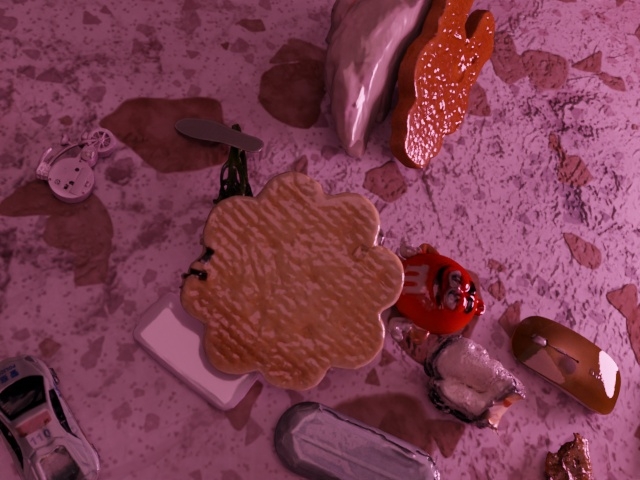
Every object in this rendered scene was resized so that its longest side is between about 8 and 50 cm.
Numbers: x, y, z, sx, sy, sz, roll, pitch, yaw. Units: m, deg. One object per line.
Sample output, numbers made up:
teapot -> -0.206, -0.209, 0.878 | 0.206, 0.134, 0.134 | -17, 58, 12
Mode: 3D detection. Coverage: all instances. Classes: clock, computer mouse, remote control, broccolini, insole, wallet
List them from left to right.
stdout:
clock -> -0.367, -0.121, 0.985 | 0.087, 0.041, 0.129 | 30, 69, -5
wallet -> -0.178, 0.156, 0.928 | 0.190, 0.033, 0.095 | 36, 63, 1
insole -> -0.164, -0.171, 1.055 | 0.153, 0.002, 0.053 | 20, 50, 11
broccolini -> -0.139, -0.101, 1.044 | 0.074, 0.058, 0.201 | 37, 34, -43
remote control -> 0.052, 0.307, 0.918 | 0.248, 0.052, 0.104 | 25, 66, -7
computer mouse -> 0.401, 0.200, 1.054 | 0.199, 0.045, 0.102 | 34, 62, 0

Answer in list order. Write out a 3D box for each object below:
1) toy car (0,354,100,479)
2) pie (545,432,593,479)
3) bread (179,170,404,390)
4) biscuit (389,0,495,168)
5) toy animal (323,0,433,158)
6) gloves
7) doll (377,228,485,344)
toy car -> -0.362, 0.240, 0.835 | 0.095, 0.056, 0.204 | -29, 79, -21
pie -> 0.383, 0.379, 0.985 | 0.092, 0.034, 0.169 | 0, 75, -16
bread -> -0.038, 0.057, 0.916 | 0.316, 0.054, 0.315 | 0, 87, -6
biscuit -> 0.204, -0.284, 1.124 | 0.202, 0.047, 0.333 | 31, 79, -49
toy animal -> 0.064, -0.312, 1.121 | 0.188, 0.266, 0.307 | 27, 107, 12
gloves -> 0.222, 0.215, 0.982 | 0.153, 0.070, 0.114 | 37, 92, -6
doll -> 0.154, 0.080, 1.018 | 0.217, 0.085, 0.183 | 23, 65, 5
